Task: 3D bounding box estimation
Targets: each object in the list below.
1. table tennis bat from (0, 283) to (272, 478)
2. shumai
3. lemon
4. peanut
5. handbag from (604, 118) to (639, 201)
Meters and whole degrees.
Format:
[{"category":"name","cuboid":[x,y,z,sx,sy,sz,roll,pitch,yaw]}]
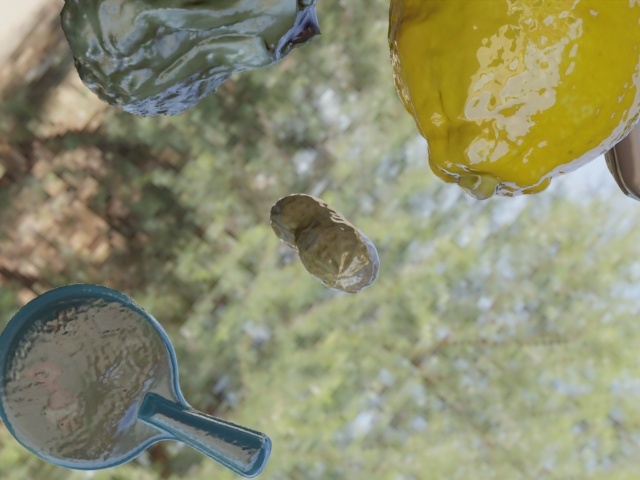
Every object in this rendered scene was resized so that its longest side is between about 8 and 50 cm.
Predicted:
[{"category":"table tennis bat","cuboid":[-0.127,0.108,1.152,0.033,0.201,0.124,92,23,-88]},{"category":"shumai","cuboid":[-0.093,-0.208,1.538,0.218,0.189,0.256,3,-158,33]},{"category":"lemon","cuboid":[0.082,-0.086,0.677,0.114,0.114,0.155,-42,-156,63]},{"category":"peanut","cuboid":[0.000,0.000,1.917,0.080,0.080,0.174,-51,-133,1]},{"category":"handbag","cuboid":[0.415,-0.195,1.721,0.301,0.283,0.149,-19,-169,6]}]
